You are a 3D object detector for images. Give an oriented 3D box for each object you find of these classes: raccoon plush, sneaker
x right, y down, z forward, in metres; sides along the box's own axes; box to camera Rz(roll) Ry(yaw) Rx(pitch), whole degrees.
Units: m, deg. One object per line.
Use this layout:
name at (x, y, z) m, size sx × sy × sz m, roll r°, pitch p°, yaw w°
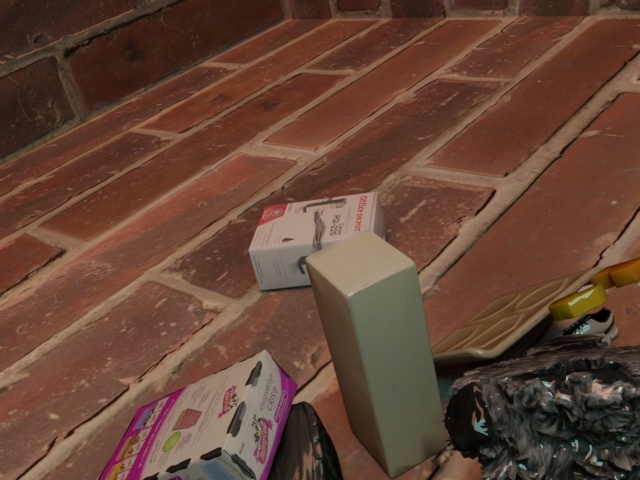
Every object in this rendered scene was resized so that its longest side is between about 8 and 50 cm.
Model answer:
raccoon plush at (0.290, 0.254, 0.694) m, size 0.216 × 0.299 × 0.446 m, roll -13°, pitch -6°, yaw 34°
sneaker at (0.343, 0.121, 0.954) m, size 0.109 × 0.044 × 0.040 m, roll -22°, pitch 33°, yaw -9°
sneaker at (-0.038, 0.289, 0.783) m, size 0.130 × 0.109 × 0.286 m, roll -18°, pitch 28°, yaw 6°

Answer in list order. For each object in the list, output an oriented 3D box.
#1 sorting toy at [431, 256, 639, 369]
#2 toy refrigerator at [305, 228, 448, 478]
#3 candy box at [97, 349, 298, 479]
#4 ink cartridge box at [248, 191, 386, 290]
sorting toy at (0.251, 0.102, 0.890) m, size 0.229 × 0.041 × 0.307 m, roll -28°, pitch -3°, yaw -24°
toy refrigerator at (0.072, 0.131, 0.827) m, size 0.094 × 0.269 × 0.102 m, roll -25°, pitch 31°, yaw -17°
candy box at (-0.150, 0.242, 0.854) m, size 0.233 × 0.071 × 0.159 m, roll -29°, pitch 22°, yaw 29°
ink cartridge box at (0.000, 0.000, 1.257) m, size 0.218 × 0.092 × 0.158 m, roll -6°, pitch 31°, yaw 12°
